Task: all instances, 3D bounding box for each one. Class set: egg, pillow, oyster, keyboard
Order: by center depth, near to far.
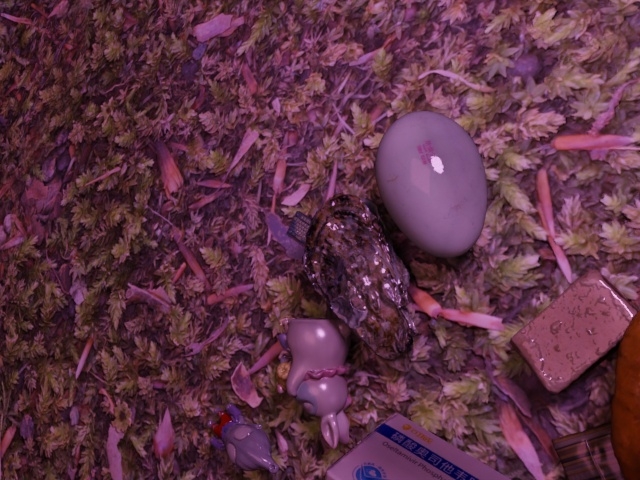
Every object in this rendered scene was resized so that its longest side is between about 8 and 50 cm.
[{"bbox_3d":[0.431,0.377,0.933,0.113,0.038,0.203,-30,67,26],"label":"pillow"},{"bbox_3d":[0.193,-0.096,1.093,0.183,0.183,0.264,-23,76,29],"label":"egg"},{"bbox_3d":[0.082,0.080,1.167,0.162,0.158,0.350,-34,75,38],"label":"oyster"},{"bbox_3d":[0.001,0.000,1.310,0.176,0.014,0.055,34,104,34],"label":"keyboard"}]

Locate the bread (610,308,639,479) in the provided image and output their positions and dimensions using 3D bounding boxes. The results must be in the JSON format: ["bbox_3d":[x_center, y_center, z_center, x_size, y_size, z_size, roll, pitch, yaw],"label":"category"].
[{"bbox_3d":[0.553,0.218,0.783,0.337,0.204,0.358,5,81,37],"label":"bread"}]

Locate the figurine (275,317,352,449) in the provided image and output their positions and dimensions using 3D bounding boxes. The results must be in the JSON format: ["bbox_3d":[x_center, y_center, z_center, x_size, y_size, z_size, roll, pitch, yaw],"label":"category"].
[{"bbox_3d":[-0.013,0.266,1.206,0.155,0.127,0.235,-1,83,16],"label":"figurine"}]

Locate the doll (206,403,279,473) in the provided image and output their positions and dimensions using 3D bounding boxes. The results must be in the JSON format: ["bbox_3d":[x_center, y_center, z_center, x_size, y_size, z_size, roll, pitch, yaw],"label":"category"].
[{"bbox_3d":[-0.158,0.416,1.309,0.228,0.075,0.102,25,86,47],"label":"doll"}]

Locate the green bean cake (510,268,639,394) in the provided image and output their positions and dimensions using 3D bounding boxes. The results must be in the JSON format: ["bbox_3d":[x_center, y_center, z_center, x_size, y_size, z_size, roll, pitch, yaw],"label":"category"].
[{"bbox_3d":[0.394,0.140,0.973,0.179,0.085,0.109,-49,61,19],"label":"green bean cake"}]

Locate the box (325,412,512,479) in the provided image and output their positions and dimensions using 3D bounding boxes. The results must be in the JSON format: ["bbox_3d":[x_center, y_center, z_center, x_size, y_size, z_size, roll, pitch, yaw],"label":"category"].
[{"bbox_3d":[0.196,0.418,0.989,0.344,0.200,0.065,23,122,35],"label":"box"}]
